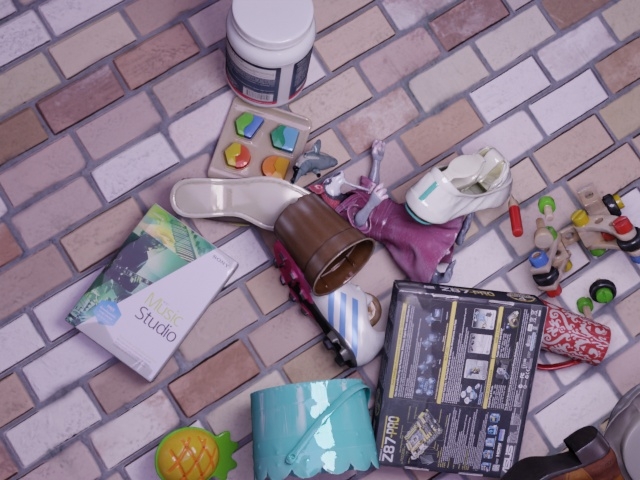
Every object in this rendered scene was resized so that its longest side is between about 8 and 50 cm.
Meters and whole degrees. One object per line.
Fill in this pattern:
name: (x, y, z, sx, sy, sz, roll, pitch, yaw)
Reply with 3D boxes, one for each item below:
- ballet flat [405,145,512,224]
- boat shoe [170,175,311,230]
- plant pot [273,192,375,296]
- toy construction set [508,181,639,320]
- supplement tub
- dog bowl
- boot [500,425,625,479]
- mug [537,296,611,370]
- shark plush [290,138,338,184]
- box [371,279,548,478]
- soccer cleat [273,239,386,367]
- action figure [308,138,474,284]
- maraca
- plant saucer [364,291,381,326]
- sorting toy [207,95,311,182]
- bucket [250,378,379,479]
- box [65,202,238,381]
ballet flat: (0.328, -0.133, 1.809, 0.400, 0.139, 0.139, -22, 81, -49)
boat shoe: (-0.165, -0.085, 1.882, 0.324, 0.097, 0.117, 3, 93, -3)
plant pot: (0.000, 0.000, 1.765, 0.167, 0.167, 0.165, -38, 68, -9)
toy construction set: (0.552, -0.031, 1.900, 0.308, 0.257, 0.237, 28, 35, -16)
supplement tub: (-0.111, -0.428, 1.846, 0.191, 0.272, 0.191, 2, 71, -6)
dog bowl: (0.770, 0.437, 1.799, 0.348, 0.102, 0.349, 6, 114, 13)
boot: (0.538, 0.559, 1.793, 0.264, 0.096, 0.280, -35, 107, -1)
mug: (0.541, 0.217, 1.897, 0.169, 0.150, 0.113, 19, 48, 3)
shark plush: (-0.018, -0.168, 1.885, 0.067, 0.161, 0.073, 42, 117, 4)
box: (0.286, 0.297, 1.800, 0.318, 0.097, 0.395, 6, 102, -6)
soccer cleat: (0.025, 0.120, 1.864, 0.143, 0.116, 0.331, -31, 81, -20)
action figure: (0.141, -0.045, 1.897, 0.370, 0.248, 0.276, 20, 122, 11)
maraca: (-0.260, 0.457, 1.794, 0.185, 0.099, 0.127, 5, 90, -29)
plant saucer: (0.098, 0.157, 1.910, 0.083, 0.015, 0.084, 1, 81, -5)
sorting toy: (-0.137, -0.210, 1.938, 0.192, 0.038, 0.208, 18, 80, -2)
bucket: (-0.016, 0.390, 1.741, 0.281, 0.281, 0.183, -6, 76, -6)
box: (-0.364, 0.112, 1.857, 0.232, 0.058, 0.322, 35, 79, 1)
